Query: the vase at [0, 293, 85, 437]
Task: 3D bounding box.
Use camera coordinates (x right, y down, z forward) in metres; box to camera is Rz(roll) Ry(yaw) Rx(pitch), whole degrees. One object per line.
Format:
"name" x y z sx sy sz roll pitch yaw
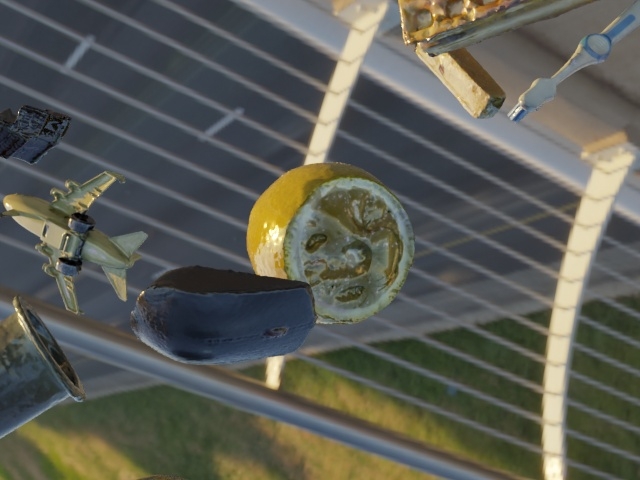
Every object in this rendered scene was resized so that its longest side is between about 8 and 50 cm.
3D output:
"vase" -0.635 0.275 1.821 0.245 0.291 0.245 56 169 17

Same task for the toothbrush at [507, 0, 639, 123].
"toothbrush" 0.332 -0.233 1.140 0.040 0.386 0.040 27 136 28

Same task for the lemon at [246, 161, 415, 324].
"lemon" 0.000 0.000 2.052 0.364 0.364 0.364 14 159 5

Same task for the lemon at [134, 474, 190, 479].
"lemon" -0.298 0.579 1.790 0.297 0.297 0.297 14 159 5

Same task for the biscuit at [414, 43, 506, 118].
"biscuit" 0.219 -0.267 1.524 0.052 0.188 0.056 -10 140 -35

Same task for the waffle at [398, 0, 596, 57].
"waffle" 0.248 -0.389 1.272 0.308 0.213 0.091 -14 170 28

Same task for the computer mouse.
"computer mouse" -0.150 0.130 1.503 0.295 0.087 0.168 4 129 -6

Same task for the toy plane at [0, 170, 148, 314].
"toy plane" -0.387 -0.011 1.473 0.256 0.242 0.104 23 -161 8

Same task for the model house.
"model house" -0.608 -0.228 1.919 0.165 0.106 0.152 -39 156 20
